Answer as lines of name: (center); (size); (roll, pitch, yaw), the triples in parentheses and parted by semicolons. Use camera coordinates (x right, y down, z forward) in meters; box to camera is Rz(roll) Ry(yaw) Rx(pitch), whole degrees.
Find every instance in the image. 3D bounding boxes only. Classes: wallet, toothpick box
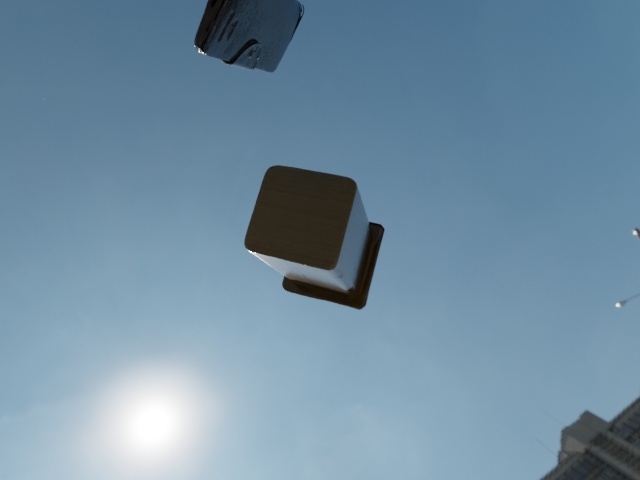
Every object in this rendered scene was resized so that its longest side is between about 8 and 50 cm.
wallet: (-0.131, -0.431, 0.843); (0.045, 0.318, 0.173); (34, -67, 6)
toothpick box: (0.000, 0.000, 0.760); (0.308, 0.187, 0.191); (54, -129, -70)
